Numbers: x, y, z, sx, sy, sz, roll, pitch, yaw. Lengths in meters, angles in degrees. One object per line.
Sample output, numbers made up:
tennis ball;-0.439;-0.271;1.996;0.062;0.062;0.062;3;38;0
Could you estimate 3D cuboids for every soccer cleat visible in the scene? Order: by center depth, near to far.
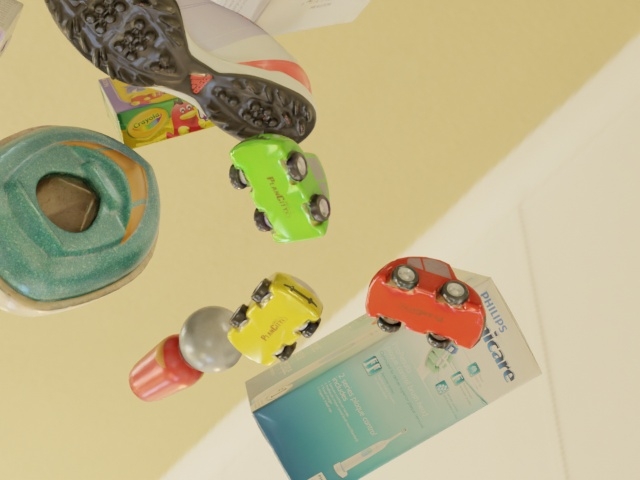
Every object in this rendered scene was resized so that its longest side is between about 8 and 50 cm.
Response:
soccer cleat;-0.137;-0.203;1.163;0.109;0.318;0.116;-41;-143;28

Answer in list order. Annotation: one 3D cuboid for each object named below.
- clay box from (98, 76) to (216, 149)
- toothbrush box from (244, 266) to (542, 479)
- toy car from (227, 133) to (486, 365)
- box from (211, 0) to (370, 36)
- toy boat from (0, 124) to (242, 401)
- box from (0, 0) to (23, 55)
clay box;-0.135;-0.175;1.352;0.222;0.053;0.127;-18;-150;-12
toothbrush box;0.073;0.156;1.328;0.296;0.126;0.216;-28;-176;-3
toy car;0.000;0.000;0.945;0.239;0.225;0.053;-9;-146;29
box;-0.080;-0.416;1.322;0.215;0.345;0.168;-22;161;-47
toy boat;-0.209;0.016;1.180;0.148;0.318;0.267;-34;-175;35
box;-0.427;-0.245;1.024;0.063;0.324;0.067;-56;-163;33
